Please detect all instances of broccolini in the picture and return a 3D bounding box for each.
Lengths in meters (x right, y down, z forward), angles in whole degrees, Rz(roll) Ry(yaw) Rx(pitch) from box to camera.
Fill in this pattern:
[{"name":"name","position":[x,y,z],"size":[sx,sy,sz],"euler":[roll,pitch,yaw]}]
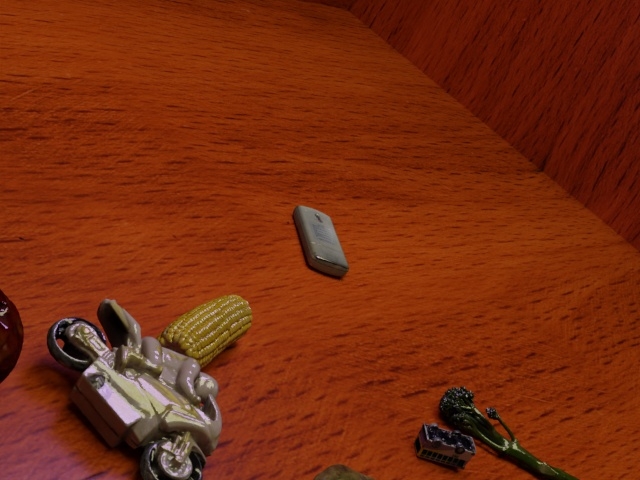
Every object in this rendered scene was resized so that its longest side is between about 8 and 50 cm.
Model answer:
[{"name":"broccolini","position":[0.408,0.402,2.089],"size":[0.392,0.074,0.079],"euler":[29,32,-3]}]

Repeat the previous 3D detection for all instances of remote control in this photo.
[{"name":"remote control","position":[0.000,0.000,2.411],"size":[0.098,0.038,0.233],"euler":[21,26,-24]}]

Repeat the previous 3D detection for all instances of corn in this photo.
[{"name":"corn","position":[-0.198,0.158,1.834],"size":[0.093,0.093,0.244],"euler":[36,24,9]}]

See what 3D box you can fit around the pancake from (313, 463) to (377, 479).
[{"name":"pancake","position":[0.079,0.449,1.690],"size":[0.212,0.029,0.235],"euler":[5,38,-46]}]

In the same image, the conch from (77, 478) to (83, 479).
[{"name":"conch","position":[-0.272,0.391,1.350],"size":[0.207,0.130,0.155],"euler":[40,50,-39]}]

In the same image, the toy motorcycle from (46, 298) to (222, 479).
[{"name":"toy motorcycle","position":[-0.258,0.228,1.614],"size":[0.341,0.108,0.223],"euler":[47,37,16]}]

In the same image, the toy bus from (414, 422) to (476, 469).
[{"name":"toy bus","position":[0.228,0.379,1.950],"size":[0.102,0.058,0.052],"euler":[19,28,-15]}]

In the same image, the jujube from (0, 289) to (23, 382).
[{"name":"jujube","position":[-0.544,0.113,1.414],"size":[0.290,0.197,0.197],"euler":[16,29,-28]}]
